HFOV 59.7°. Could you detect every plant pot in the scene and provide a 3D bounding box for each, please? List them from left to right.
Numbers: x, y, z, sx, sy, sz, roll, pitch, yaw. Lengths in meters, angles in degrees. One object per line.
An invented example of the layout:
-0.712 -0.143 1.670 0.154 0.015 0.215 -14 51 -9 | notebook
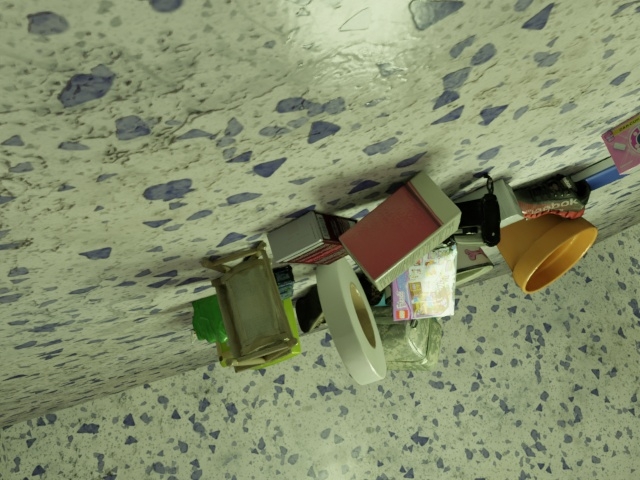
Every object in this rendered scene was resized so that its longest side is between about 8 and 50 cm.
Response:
-0.227 0.301 1.855 0.227 0.228 0.207 -27 158 33 | plant pot
0.691 -0.002 1.771 0.291 0.203 0.291 -26 148 -18 | plant pot

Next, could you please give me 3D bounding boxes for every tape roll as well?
0.095 0.234 1.653 0.072 0.392 0.392 -22 165 11 | tape roll

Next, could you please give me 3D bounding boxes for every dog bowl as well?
0.405 0.099 2.018 0.408 0.150 0.408 -17 166 -4 | dog bowl

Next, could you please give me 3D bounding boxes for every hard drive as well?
0.893 -0.222 1.645 0.319 0.040 0.210 -28 162 35 | hard drive

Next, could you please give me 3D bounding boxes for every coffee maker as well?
0.351 -0.061 1.402 0.178 0.171 0.120 -4 156 42 | coffee maker

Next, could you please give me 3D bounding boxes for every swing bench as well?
-0.171 0.171 1.360 0.165 0.253 0.254 -16 166 -9 | swing bench

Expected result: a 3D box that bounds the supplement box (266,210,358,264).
0.000 0.000 1.300 0.130 0.073 0.239 -26 163 26 | supplement box

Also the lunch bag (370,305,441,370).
0.264 0.340 2.035 0.305 0.212 0.256 -7 147 38 | lunch bag

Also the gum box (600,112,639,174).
0.761 -0.242 1.274 0.062 0.107 0.188 -9 163 -35 | gum box

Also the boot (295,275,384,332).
0.067 0.244 2.187 0.284 0.138 0.377 -13 159 -22 | boot

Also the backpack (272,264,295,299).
-0.134 0.133 1.609 0.114 0.084 0.105 -12 162 -15 | backpack

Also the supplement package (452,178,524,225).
0.433 -0.075 1.494 0.179 0.105 0.105 -26 165 25 | supplement package

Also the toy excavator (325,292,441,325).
0.273 0.293 2.358 0.445 0.433 0.222 -47 165 -1 | toy excavator

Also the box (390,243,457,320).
0.323 0.122 1.765 0.201 0.057 0.293 -6 124 1 | box

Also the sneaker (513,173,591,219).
0.647 -0.129 1.586 0.276 0.097 0.135 0 139 -13 | sneaker

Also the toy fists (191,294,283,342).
-0.248 0.225 1.690 0.279 0.142 0.096 -15 164 -13 | toy fists

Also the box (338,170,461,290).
0.173 -0.016 1.210 0.232 0.127 0.148 -39 163 -1 | box

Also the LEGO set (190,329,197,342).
-0.378 0.340 2.134 0.244 0.060 0.182 -23 161 20 | LEGO set
